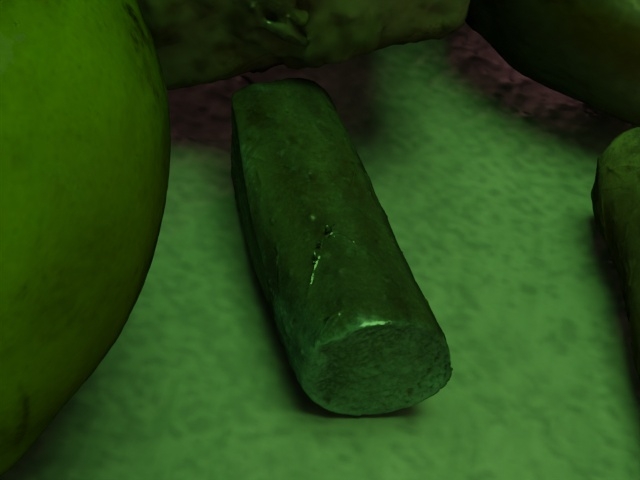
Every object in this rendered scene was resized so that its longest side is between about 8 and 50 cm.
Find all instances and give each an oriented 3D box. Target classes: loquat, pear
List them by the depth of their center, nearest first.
[{"bbox_3d":[-0.160,-0.030,0.676,0.212,0.212,0.269,7,60,-10],"label":"pear"},{"bbox_3d":[0.175,-0.155,0.938,0.227,0.179,0.179,24,43,9],"label":"loquat"}]

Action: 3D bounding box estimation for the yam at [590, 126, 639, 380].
[{"bbox_3d":[0.175,0.066,0.789,0.066,0.066,0.299,4,45,-13],"label":"yam"}]

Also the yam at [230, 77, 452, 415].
[{"bbox_3d":[0.000,0.000,0.800,0.068,0.068,0.169,-5,46,-22],"label":"yam"}]

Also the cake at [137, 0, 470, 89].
[{"bbox_3d":[-0.052,-0.240,0.837,0.256,0.290,0.282,-8,40,5],"label":"cake"}]
